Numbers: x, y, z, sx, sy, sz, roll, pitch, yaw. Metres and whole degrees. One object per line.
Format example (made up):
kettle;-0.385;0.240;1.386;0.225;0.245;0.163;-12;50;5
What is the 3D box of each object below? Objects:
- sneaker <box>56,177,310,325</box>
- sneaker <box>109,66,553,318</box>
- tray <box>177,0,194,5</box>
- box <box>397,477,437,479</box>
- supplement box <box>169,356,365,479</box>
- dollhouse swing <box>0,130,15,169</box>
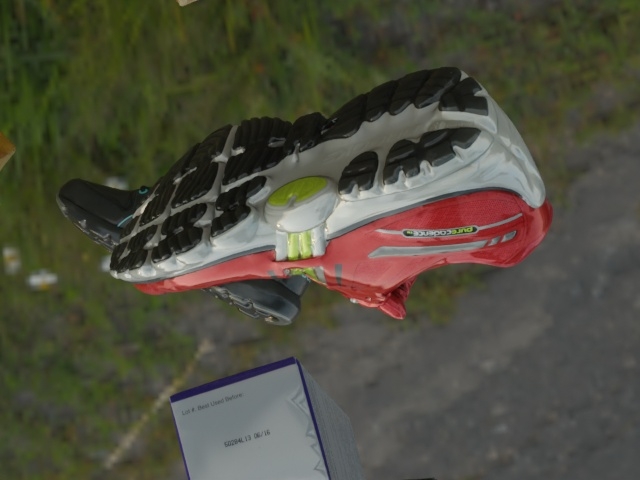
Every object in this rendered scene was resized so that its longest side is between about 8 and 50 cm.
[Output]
sneaker;-0.124;-0.011;1.843;0.267;0.106;0.101;23;170;12
sneaker;0.000;0.000;1.048;0.279;0.107;0.118;-11;131;39
tray;-0.114;-0.312;0.770;0.076;0.203;0.411;-25;138;-8
box;0.088;0.378;1.496;0.058;0.322;0.232;-8;147;3
supplement box;-0.035;0.188;1.606;0.111;0.114;0.220;-18;161;7
dollhouse swing;-0.499;-0.027;1.791;0.347;0.315;0.305;-46;169;-31
